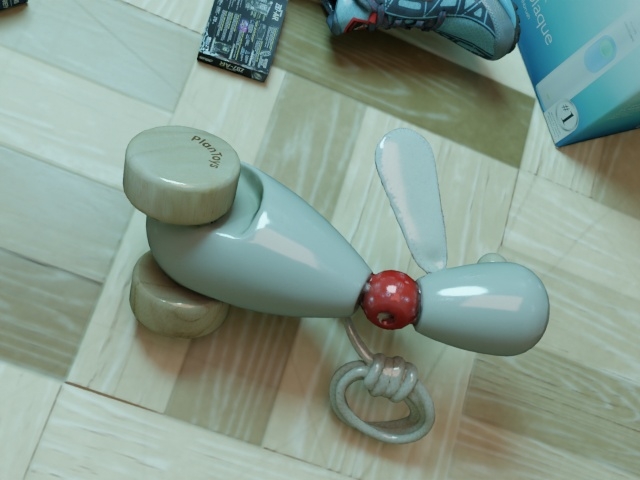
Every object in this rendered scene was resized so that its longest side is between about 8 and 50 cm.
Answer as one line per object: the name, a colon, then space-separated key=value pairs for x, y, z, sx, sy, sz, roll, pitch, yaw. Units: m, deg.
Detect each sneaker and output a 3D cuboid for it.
sneaker: x=0.058 y=-0.227 z=0.769 sx=0.261 sy=0.104 sz=0.125 roll=31 pitch=73 yaw=4

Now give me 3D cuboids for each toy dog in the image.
toy dog: x=0.000 y=0.000 z=0.654 sx=0.333 sy=0.220 sz=0.161 roll=29 pitch=38 yaw=-15

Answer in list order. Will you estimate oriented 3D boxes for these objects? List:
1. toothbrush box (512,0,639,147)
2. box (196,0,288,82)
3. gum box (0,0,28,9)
toothbrush box: x=0.300 y=-0.241 z=0.728 sx=0.126 sy=0.295 sz=0.216 roll=-14 pitch=81 yaw=-19
box: x=-0.072 y=-0.196 z=0.756 sx=0.067 sy=0.018 sz=0.083 roll=16 pitch=72 yaw=-12
gum box: x=-0.364 y=-0.243 z=0.672 sx=0.184 sy=0.041 sz=0.157 roll=-27 pitch=84 yaw=-20
